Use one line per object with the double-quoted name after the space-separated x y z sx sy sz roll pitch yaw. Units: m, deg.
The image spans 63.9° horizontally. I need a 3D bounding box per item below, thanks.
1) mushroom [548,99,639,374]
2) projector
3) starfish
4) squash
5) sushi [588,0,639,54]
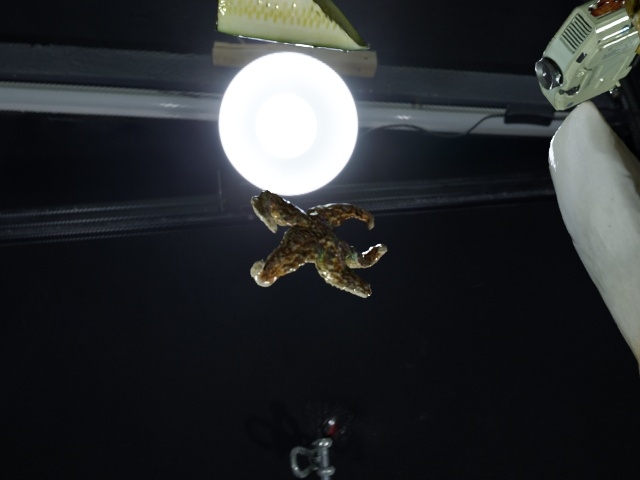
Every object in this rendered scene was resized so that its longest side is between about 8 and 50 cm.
0.380 0.034 0.598 0.126 0.177 0.396 -29 -129 30 "mushroom"
0.528 -0.358 1.001 0.194 0.269 0.088 -24 -110 3 "projector"
-0.006 0.007 0.533 0.150 0.053 0.210 44 -149 10 "starfish"
-0.034 -0.407 0.813 0.252 0.169 0.093 7 -139 -2 "squash"
0.520 -0.333 0.715 0.179 0.166 0.296 -15 -130 -6 "sushi"
